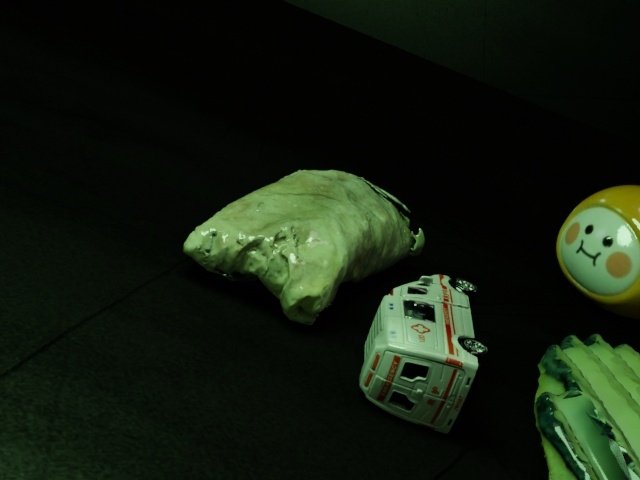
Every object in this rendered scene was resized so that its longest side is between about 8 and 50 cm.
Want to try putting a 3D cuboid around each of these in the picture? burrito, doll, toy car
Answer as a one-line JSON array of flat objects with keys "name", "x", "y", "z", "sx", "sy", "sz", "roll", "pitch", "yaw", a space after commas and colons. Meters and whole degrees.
[{"name": "burrito", "x": -0.009, "y": -0.009, "z": 1.145, "sx": 0.175, "sy": 0.107, "sz": 0.348, "roll": 42, "pitch": 27, "yaw": 12}, {"name": "doll", "x": 0.464, "y": -0.008, "z": 1.428, "sx": 0.213, "sy": 0.236, "sz": 0.213, "roll": 25, "pitch": 18, "yaw": -9}, {"name": "toy car", "x": 0.098, "y": 0.097, "z": 1.004, "sx": 0.108, "sy": 0.089, "sz": 0.209, "roll": 16, "pitch": 24, "yaw": -2}]

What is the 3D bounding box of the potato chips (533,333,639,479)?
[{"name": "potato chips", "x": 0.364, "y": 0.225, "z": 0.998, "sx": 0.359, "sy": 0.070, "sz": 0.429, "roll": 18, "pitch": 22, "yaw": -21}]
